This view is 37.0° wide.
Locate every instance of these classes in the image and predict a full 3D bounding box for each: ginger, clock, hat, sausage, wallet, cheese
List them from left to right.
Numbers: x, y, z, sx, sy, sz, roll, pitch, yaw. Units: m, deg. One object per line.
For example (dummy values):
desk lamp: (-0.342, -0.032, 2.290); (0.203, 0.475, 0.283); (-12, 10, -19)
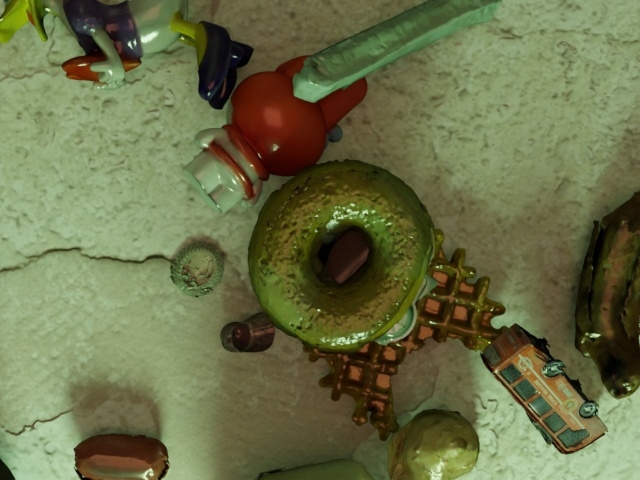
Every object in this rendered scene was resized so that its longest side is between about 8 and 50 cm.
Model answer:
sausage: (-0.289, 0.321, 1.397); (0.141, 0.076, 0.076); (2, 95, -2)
clock: (-0.180, 0.041, 1.408); (0.074, 0.010, 0.083); (37, 91, -5)
hat: (-0.110, 0.138, 1.411); (0.087, 0.042, 0.058); (-21, 106, -35)
wallet: (0.000, 0.000, 1.376); (0.118, 0.039, 0.153); (-41, 71, 5)
cheese: (0.112, 0.094, 1.358); (0.067, 0.026, 0.121); (32, 93, -3)
ginger: (0.192, 0.297, 1.367); (0.122, 0.193, 0.115); (-11, 84, 41)
ginger: (0.439, 0.067, 1.393); (0.133, 0.107, 0.309); (17, 93, 29)

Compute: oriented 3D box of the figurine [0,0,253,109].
figurine: (-0.297, -0.307, 1.301); (0.420, 0.154, 0.193); (10, 90, -6)

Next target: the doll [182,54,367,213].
doll: (-0.059, -0.161, 1.336); (0.290, 0.130, 0.161); (-43, 118, -13)

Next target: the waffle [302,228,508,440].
waffle: (0.113, 0.121, 1.407); (0.293, 0.069, 0.260); (-36, 93, 1)

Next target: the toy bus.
toy bus: (0.329, 0.219, 1.391); (0.096, 0.073, 0.235); (-36, 118, 9)

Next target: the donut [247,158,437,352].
donut: (0.028, 0.022, 1.285); (0.272, 0.107, 0.272); (0, 93, 0)

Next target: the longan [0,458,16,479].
longan: (-0.515, 0.402, 1.328); (0.246, 0.215, 0.246); (-10, 61, 19)

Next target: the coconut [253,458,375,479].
coconut: (-0.014, 0.458, 1.321); (0.322, 0.323, 0.323); (0, 95, -3)

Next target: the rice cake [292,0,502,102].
rice cake: (0.105, -0.279, 1.315); (0.336, 0.066, 0.063); (-28, 88, -21)
